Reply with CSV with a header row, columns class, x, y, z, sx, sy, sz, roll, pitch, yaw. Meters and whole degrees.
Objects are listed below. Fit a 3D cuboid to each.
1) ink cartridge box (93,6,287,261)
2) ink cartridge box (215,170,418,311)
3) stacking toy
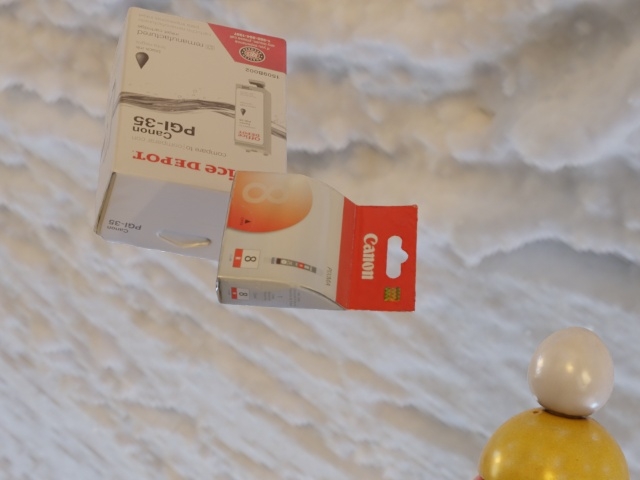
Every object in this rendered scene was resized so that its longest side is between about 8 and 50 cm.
class,x,y,z,sx,sy,sz,roll,pitch,yaw
ink cartridge box,-0.148,-0.126,1.617,0.207,0.283,0.117,10,138,-14
ink cartridge box,0.000,0.000,1.267,0.179,0.145,0.045,1,135,5
stacking toy,0.324,0.355,1.884,0.351,0.479,0.350,11,-173,-1
